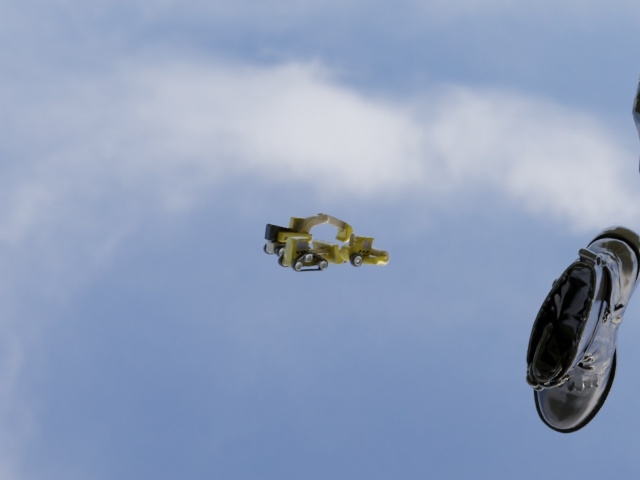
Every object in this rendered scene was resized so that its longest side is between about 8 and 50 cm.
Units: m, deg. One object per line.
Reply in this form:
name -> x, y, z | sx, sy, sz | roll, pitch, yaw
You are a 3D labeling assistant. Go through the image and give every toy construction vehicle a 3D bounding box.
toy construction vehicle -> 0.000, 0.000, 1.242 | 0.098, 0.035, 0.086 | -1, -170, -32

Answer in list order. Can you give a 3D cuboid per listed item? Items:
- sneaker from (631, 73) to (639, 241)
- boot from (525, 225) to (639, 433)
sneaker -> 0.217, -0.024, 0.571 | 0.182, 0.315, 0.127 | -2, -127, 28
boot -> 0.250, 0.107, 1.594 | 0.091, 0.263, 0.229 | 20, -160, 18
